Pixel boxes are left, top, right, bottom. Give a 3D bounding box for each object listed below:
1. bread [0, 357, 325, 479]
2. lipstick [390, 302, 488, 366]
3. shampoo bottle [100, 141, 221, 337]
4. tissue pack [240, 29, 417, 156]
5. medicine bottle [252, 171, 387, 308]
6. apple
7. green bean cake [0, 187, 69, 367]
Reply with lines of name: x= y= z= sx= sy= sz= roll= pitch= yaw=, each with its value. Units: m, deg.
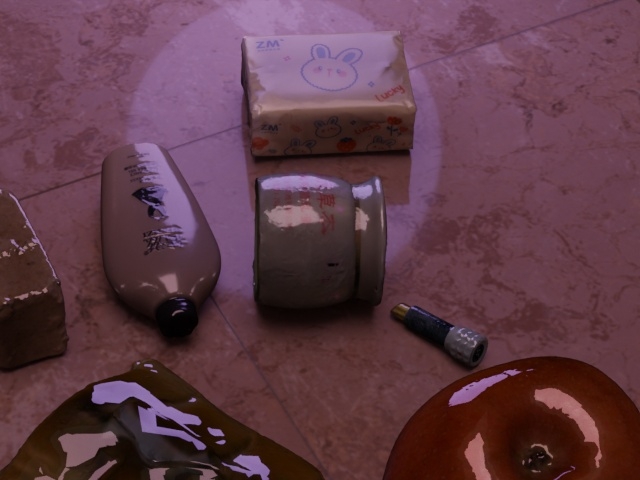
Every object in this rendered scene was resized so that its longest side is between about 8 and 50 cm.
bread: x=-0.134 y=0.270 z=1.722 sx=0.341 sy=0.210 sz=0.300 roll=35 pitch=50 yaw=26
lipstick: x=0.123 y=0.094 z=2.033 sx=0.116 sy=0.037 sz=0.037 roll=29 pitch=52 yaw=29
shampoo bottle: x=-0.179 y=0.002 z=2.079 sx=0.127 sy=0.078 sz=0.257 roll=-7 pitch=49 yaw=-14
tissue pack: x=0.007 y=-0.175 z=2.249 sx=0.196 sy=0.092 sz=0.148 roll=-4 pitch=47 yaw=-5
medicine bottle: x=0.000 y=0.000 z=2.040 sx=0.143 sy=0.147 sz=0.147 roll=0 pitch=46 yaw=-4
apple: x=0.189 y=0.233 z=1.782 sx=0.272 sy=0.206 sz=0.251 roll=-11 pitch=50 yaw=-14
green bean cake: x=-0.334 y=0.038 z=2.017 sx=0.085 sy=0.109 sz=0.179 roll=-18 pitch=49 yaw=-18
